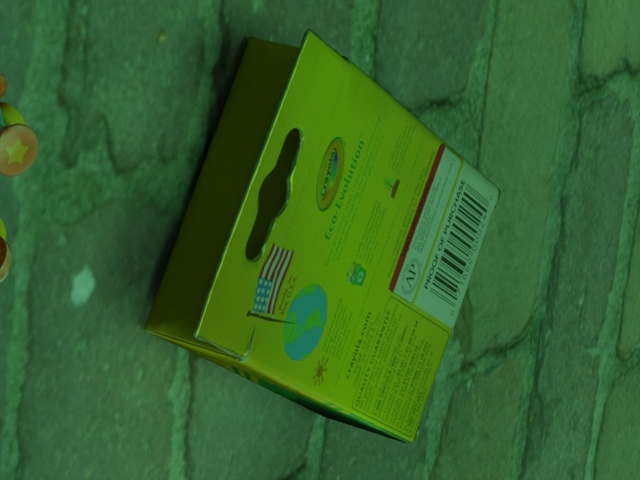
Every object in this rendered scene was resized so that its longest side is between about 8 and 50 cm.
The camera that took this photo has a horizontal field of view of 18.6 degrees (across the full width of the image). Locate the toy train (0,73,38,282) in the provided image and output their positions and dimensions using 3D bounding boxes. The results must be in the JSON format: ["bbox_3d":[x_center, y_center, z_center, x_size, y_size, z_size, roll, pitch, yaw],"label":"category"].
[{"bbox_3d":[-0.193,-0.011,0.980,0.125,0.046,0.166,8,97,-61],"label":"toy train"}]

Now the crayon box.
[{"bbox_3d":[0.000,0.000,1.277,0.318,0.081,0.202,35,73,-60],"label":"crayon box"}]
